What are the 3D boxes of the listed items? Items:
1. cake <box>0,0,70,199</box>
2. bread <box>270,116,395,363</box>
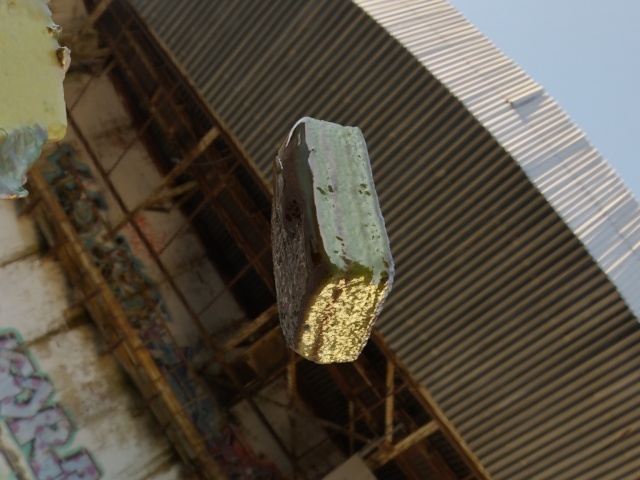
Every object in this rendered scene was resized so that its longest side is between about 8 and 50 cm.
[{"bbox_3d":[-0.379,-0.147,0.669,0.227,0.222,0.286,-8,-85,23],"label":"cake"},{"bbox_3d":[0.000,0.000,0.880,0.184,0.110,0.234,109,-23,-46],"label":"bread"}]
